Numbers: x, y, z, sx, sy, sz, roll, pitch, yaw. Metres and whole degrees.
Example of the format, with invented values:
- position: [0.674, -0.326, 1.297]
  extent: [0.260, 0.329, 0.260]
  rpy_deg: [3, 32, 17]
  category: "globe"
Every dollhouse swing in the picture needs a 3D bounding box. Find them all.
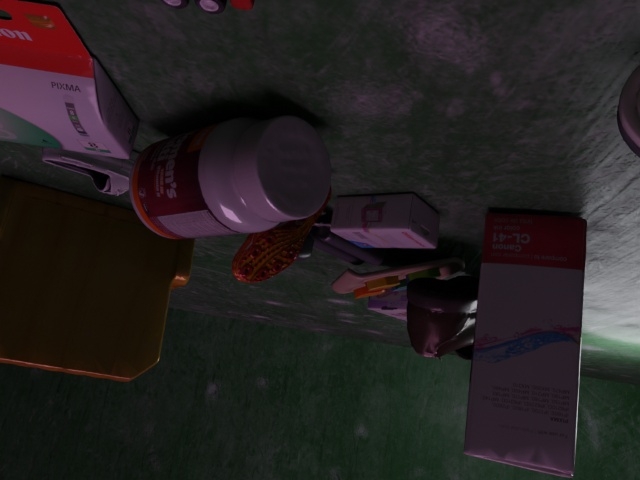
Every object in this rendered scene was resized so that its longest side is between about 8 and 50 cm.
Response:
- position: [-0.448, 0.087, 1.140]
  extent: [0.347, 0.305, 0.315]
  rpy_deg: [15, 165, -24]
  category: "dollhouse swing"

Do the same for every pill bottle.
- position: [-0.101, -0.065, 0.660]
  extent: [0.221, 0.121, 0.121]
  rpy_deg: [-4, 160, 45]
  category: "pill bottle"

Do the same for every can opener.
- position: [0.000, 0.000, 0.936]
  extent: [0.074, 0.093, 0.280]
  rpy_deg: [1, 169, 38]
  category: "can opener"

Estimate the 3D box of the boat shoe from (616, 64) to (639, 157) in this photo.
- position: [0.351, -0.047, 0.420]
  extent: [0.319, 0.116, 0.099]
  rpy_deg: [13, 172, 3]
  category: "boat shoe"

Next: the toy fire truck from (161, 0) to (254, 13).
- position: [-0.086, -0.184, 0.329]
  extent: [0.192, 0.047, 0.135]
  rpy_deg: [9, 166, 7]
  category: "toy fire truck"

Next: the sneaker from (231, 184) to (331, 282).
- position: [-0.051, -0.017, 0.725]
  extent: [0.067, 0.175, 0.064]
  rpy_deg: [6, 137, 41]
  category: "sneaker"

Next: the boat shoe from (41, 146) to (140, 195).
- position: [-0.275, -0.092, 0.796]
  extent: [0.066, 0.063, 0.184]
  rpy_deg: [2, 164, 30]
  category: "boat shoe"

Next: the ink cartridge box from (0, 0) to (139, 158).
- position: [-0.299, -0.153, 0.597]
  extent: [0.181, 0.056, 0.225]
  rpy_deg: [9, 168, 2]
  category: "ink cartridge box"

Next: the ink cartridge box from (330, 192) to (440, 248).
- position: [0.090, -0.024, 0.834]
  extent: [0.122, 0.052, 0.088]
  rpy_deg: [1, 164, 36]
  category: "ink cartridge box"

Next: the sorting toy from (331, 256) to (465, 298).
- position: [0.136, 0.073, 1.119]
  extent: [0.208, 0.038, 0.193]
  rpy_deg: [-5, 169, -10]
  category: "sorting toy"

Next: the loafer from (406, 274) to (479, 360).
- position: [0.256, 0.137, 1.072]
  extent: [0.366, 0.130, 0.134]
  rpy_deg: [7, -170, -45]
  category: "loafer"

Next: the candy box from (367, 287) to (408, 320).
- position: [0.228, 0.140, 1.354]
  extent: [0.165, 0.070, 0.196]
  rpy_deg: [-3, 162, 43]
  category: "candy box"

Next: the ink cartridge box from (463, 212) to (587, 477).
- position: [0.274, 0.139, 0.826]
  extent: [0.131, 0.306, 0.226]
  rpy_deg: [7, 166, 17]
  category: "ink cartridge box"
